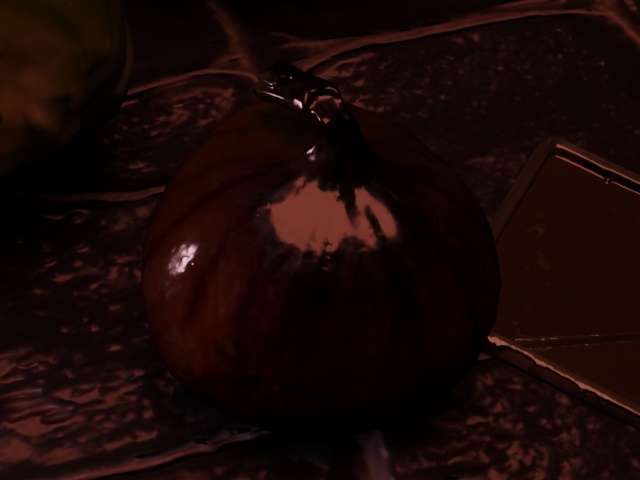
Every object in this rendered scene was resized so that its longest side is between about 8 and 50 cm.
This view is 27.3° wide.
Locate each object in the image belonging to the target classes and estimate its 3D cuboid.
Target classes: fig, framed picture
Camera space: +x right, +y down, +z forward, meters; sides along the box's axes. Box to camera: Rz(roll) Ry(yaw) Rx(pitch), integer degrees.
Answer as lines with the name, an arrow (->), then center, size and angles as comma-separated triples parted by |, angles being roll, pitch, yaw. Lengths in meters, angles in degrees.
fig -> -0.001, 0.014, 0.856 | 0.235, 0.214, 0.235 | 8, 69, -23
framed picture -> 0.255, 0.049, 0.972 | 0.289, 0.016, 0.213 | 26, 54, 12

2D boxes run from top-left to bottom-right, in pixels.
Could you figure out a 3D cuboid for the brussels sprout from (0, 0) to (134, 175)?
brussels sprout -> -0.325, -0.147, 0.894 | 0.371, 0.276, 0.315 | -27, 76, -26
